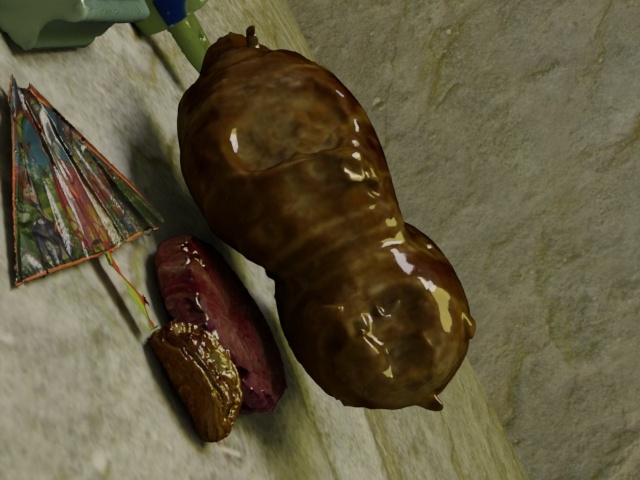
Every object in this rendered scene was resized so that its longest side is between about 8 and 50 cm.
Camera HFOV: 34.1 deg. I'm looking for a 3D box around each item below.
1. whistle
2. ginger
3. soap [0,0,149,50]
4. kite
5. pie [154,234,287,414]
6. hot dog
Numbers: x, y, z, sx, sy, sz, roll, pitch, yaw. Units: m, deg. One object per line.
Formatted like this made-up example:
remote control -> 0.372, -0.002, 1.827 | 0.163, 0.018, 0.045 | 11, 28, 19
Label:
whistle -> -0.167, -0.266, 1.076 | 0.227, 0.085, 0.105 | 58, 19, -29
ginger -> -0.007, -0.021, 0.880 | 0.357, 0.152, 0.274 | 59, -2, 0
soap -> -0.198, -0.204, 0.781 | 0.114, 0.063, 0.198 | 62, 9, -8
kite -> -0.152, -0.020, 0.641 | 0.183, 0.014, 0.241 | 60, 12, -8
pie -> -0.074, 0.061, 0.774 | 0.154, 0.036, 0.154 | 59, 9, -16
hot dog -> -0.077, 0.088, 0.673 | 0.083, 0.035, 0.058 | 61, 12, -3
